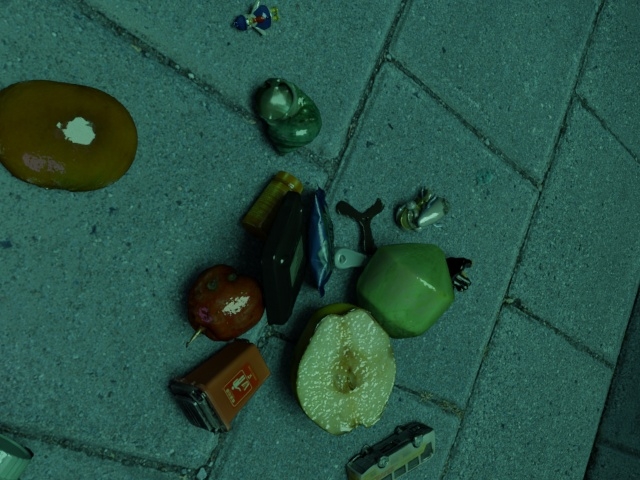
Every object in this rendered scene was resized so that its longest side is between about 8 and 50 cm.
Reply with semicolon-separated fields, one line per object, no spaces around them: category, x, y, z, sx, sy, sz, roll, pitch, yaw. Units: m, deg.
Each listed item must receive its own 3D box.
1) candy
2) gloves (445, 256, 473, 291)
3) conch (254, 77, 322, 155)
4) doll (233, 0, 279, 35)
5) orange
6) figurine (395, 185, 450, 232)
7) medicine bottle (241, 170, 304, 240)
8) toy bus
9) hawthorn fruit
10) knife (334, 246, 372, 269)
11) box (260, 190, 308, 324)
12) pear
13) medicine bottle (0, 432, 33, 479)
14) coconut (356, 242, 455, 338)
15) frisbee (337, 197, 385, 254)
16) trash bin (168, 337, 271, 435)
candy;0.000;0.000;1.784;0.077;0.187;0.331;-3;91;5
gloves;0.493;0.118;2.178;0.181;0.106;0.129;27;77;-62
conch;-0.093;-0.345;1.706;0.196;0.134;0.202;12;92;6
doll;-0.183;-0.621;1.667;0.143;0.058;0.098;-24;121;-26
orange;-0.583;-0.245;1.393;0.310;0.274;0.274;15;84;-66
figurine;0.352;-0.102;2.033;0.208;0.184;0.128;-64;137;-60
medicine bottle;-0.137;-0.099;1.708;0.096;0.096;0.191;45;68;-28
toy bus;0.249;0.745;2.035;0.343;0.097;0.137;-16;105;-33
hawthorn fruit;-0.272;0.186;1.562;0.243;0.207;0.207;-51;119;-28
knife;0.164;0.081;1.971;0.331;0.044;0.080;11;91;-39
box;-0.096;0.048;1.629;0.290;0.073;0.288;-72;165;-47
pear;0.044;0.376;1.809;0.341;0.191;0.386;-8;98;-27
medicine bottle;-0.777;0.574;1.270;0.158;0.158;0.318;41;70;-30
coconut;0.279;0.150;1.888;0.329;0.281;0.328;-6;113;-14
frisbee;0.157;-0.072;1.955;0.187;0.012;0.211;-40;105;-34
trash bin;-0.271;0.388;1.616;0.239;0.185;0.161;-41;115;-38
